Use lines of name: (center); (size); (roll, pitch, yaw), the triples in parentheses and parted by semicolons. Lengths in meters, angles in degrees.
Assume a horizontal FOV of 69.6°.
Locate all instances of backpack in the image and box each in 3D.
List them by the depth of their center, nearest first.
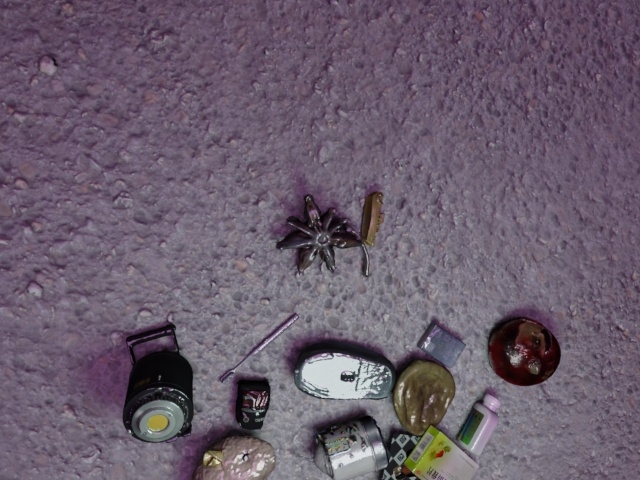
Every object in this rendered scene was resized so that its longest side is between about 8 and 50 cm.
backpack: (-0.232, 0.568, 1.589); (0.120, 0.106, 0.165); (2, 86, -15)

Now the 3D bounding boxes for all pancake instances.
pancake: (0.386, 0.574, 1.705); (0.295, 0.049, 0.294); (-3, 97, -26)

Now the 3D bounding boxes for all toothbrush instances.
toothbrush: (-0.212, 0.384, 1.631); (0.354, 0.029, 0.024); (-40, 110, -9)

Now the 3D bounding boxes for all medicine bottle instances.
medicine bottle: (0.606, 0.690, 1.742); (0.078, 0.115, 0.219); (33, 84, -8)

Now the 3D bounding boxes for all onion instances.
onion: (0.779, 0.429, 1.738); (0.272, 0.195, 0.271); (0, 94, -2)

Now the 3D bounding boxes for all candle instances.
candle: (0.071, 0.741, 1.611); (0.331, 0.187, 0.187); (-14, 93, -9)

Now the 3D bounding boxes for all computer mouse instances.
computer mouse: (0.083, 0.473, 1.644); (0.374, 0.114, 0.203); (12, 90, -11)

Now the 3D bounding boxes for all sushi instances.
sushi: (0.326, 0.827, 1.716); (0.232, 0.047, 0.219); (17, 87, -23)

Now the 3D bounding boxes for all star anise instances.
star anise: (0.000, 0.000, 1.635); (0.316, 0.139, 0.359); (-14, 108, -3)

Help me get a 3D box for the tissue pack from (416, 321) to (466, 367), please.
tissue pack: (0.460, 0.399, 1.749); (0.156, 0.051, 0.112); (35, 87, -9)

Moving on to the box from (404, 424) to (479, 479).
box: (0.453, 0.834, 1.710); (0.260, 0.062, 0.175); (44, 77, -21)

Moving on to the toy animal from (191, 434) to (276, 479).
toy animal: (-0.312, 0.798, 1.534); (0.227, 0.188, 0.358); (31, 85, 1)

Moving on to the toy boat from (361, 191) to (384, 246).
toy boat: (0.197, -0.078, 1.696); (0.072, 0.064, 0.205); (8, 90, -29)

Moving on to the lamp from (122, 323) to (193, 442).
lamp: (-0.508, 0.483, 1.453); (0.205, 0.272, 0.373); (-15, 92, -12)
